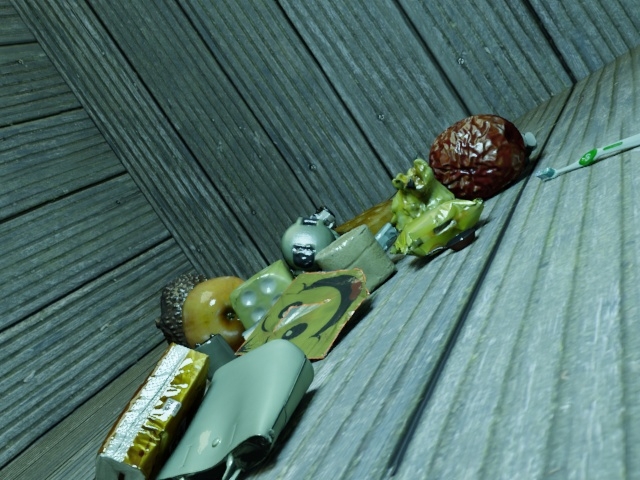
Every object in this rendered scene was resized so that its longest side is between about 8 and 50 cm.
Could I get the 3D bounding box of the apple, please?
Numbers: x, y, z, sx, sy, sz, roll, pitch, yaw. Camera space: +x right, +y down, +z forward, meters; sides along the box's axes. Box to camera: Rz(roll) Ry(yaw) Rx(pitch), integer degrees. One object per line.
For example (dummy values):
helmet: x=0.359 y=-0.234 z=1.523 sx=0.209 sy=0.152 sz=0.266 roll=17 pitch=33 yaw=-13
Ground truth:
apple: x=-0.270 y=0.216 z=1.902 sx=0.242 sy=0.242 sz=0.241 roll=-35 pitch=5 yaw=-15

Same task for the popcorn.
popcorn: x=0.247 y=-0.097 z=1.693 sx=0.168 sy=0.195 sz=0.173 roll=-18 pitch=19 yaw=47

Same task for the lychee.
lychee: x=-0.391 y=0.237 z=2.170 sx=0.300 sy=0.300 sz=0.300 roll=-34 pitch=4 yaw=3

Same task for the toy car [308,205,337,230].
toy car: x=0.002 y=0.001 z=2.431 sx=0.193 sy=0.118 sz=0.301 roll=-50 pitch=-25 yaw=-11

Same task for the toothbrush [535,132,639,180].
toothbrush: x=0.553 y=-0.169 z=1.366 sx=0.030 sy=0.030 sz=0.304 roll=-36 pitch=7 yaw=-28

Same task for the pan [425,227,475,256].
pan: x=0.275 y=0.012 z=1.409 sx=0.115 sy=0.023 sz=0.068 roll=-30 pitch=6 yaw=14

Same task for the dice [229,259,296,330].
dice: x=-0.123 y=0.162 z=1.735 sx=0.166 sy=0.169 sz=0.169 roll=-34 pitch=4 yaw=1

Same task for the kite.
kite: x=-0.043 y=0.164 z=1.430 sx=0.328 sy=0.013 sz=0.377 roll=-29 pitch=24 yaw=6

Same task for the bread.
bread: x=0.084 y=0.056 z=1.586 sx=0.148 sy=0.141 sz=0.134 roll=-36 pitch=8 yaw=-5

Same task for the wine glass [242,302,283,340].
wine glass: x=-0.073 y=0.185 z=1.557 sx=0.222 sy=0.103 sz=0.103 roll=-35 pitch=4 yaw=-13

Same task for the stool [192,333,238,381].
stool: x=-0.264 y=0.294 z=1.701 sx=0.096 sy=0.110 sz=0.096 roll=-33 pitch=0 yaw=0

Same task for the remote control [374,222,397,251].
remote control: x=0.117 y=0.042 z=1.734 sx=0.104 sy=0.052 sz=0.247 roll=-49 pitch=-1 yaw=-42

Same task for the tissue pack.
tissue pack: x=-0.269 y=0.302 z=1.083 sx=0.226 sy=0.092 sz=0.183 roll=-65 pitch=-7 yaw=-45

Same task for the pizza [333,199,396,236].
pizza: x=0.158 y=-0.039 z=2.249 sx=0.278 sy=0.114 sz=0.409 roll=-32 pitch=4 yaw=17

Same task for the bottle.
bottle: x=-0.014 y=0.035 z=1.816 sx=0.169 sy=0.168 sz=0.347 roll=-34 pitch=-13 yaw=3

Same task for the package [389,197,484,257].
package: x=0.261 y=-0.026 z=1.513 sx=0.226 sy=0.090 sz=0.168 roll=-31 pitch=1 yaw=-1

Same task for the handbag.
handbag: x=-0.140 y=0.282 z=1.004 sx=0.241 sy=0.109 sz=0.315 roll=-33 pitch=8 yaw=28

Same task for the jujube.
jujube: x=0.403 y=-0.215 z=1.743 sx=0.232 sy=0.212 sz=0.213 roll=-29 pitch=6 yaw=41

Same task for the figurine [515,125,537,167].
figurine: x=0.518 y=-0.243 z=1.859 sx=0.147 sy=0.126 sz=0.192 roll=-18 pitch=-13 yaw=-17

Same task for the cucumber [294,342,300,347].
cucumber: x=-0.038 y=0.211 z=1.425 sx=0.039 sy=0.039 sz=0.168 roll=-33 pitch=9 yaw=10
